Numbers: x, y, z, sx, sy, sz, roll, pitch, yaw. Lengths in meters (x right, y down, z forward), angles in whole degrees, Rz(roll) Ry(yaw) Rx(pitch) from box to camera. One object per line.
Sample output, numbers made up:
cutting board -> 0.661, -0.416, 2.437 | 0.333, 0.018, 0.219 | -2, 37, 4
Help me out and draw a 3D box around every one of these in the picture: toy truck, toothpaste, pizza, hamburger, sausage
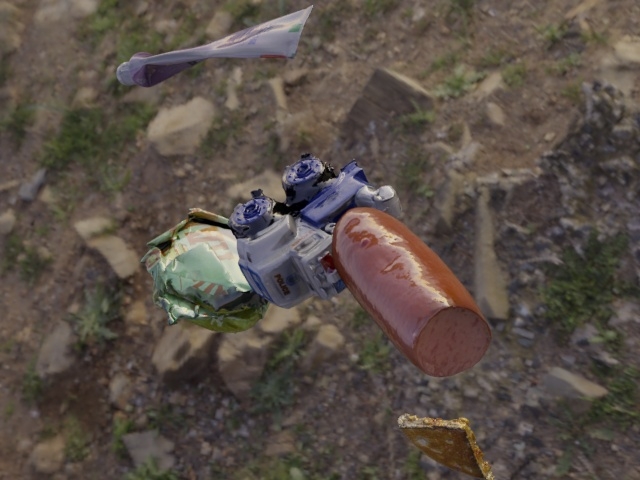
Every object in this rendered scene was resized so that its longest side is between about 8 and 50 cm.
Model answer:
toy truck -> 0.000, 0.000, 1.298 | 0.213, 0.161, 0.177 | -39, 34, -15
toothpaste -> -0.142, -0.234, 1.212 | 0.301, 0.048, 0.075 | -5, 28, 35
pizza -> 0.208, 0.320, 1.560 | 0.178, 0.131, 0.041 | 24, 50, 15
hamburger -> -0.170, 0.062, 1.464 | 0.214, 0.125, 0.235 | 9, 46, 4
sausage -> 0.092, 0.048, 1.108 | 0.114, 0.113, 0.259 | -55, 35, 11
